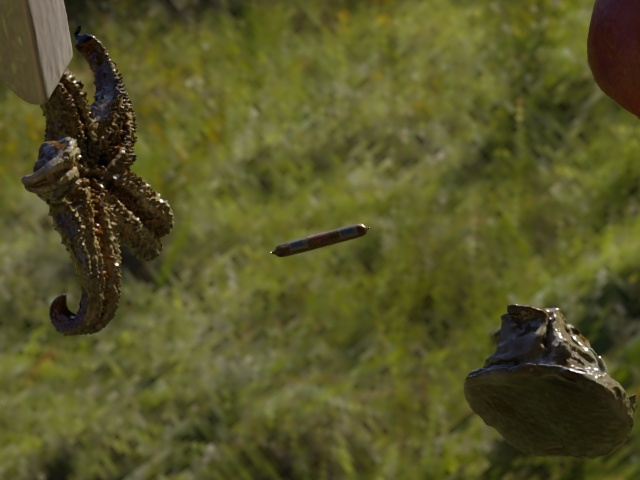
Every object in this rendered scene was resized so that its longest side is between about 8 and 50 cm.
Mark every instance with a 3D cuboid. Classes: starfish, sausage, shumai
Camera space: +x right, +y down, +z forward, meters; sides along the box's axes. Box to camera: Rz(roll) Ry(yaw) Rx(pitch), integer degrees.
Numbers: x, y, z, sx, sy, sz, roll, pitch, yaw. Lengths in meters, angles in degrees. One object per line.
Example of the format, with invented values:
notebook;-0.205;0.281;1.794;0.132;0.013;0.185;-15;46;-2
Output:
starfish;-0.238;-0.075;1.815;0.113;0.303;0.312;-20;13;16
sausage;0.000;0.000;1.863;0.100;0.015;0.015;-15;-24;-6
shumai;0.255;0.150;2.102;0.201;0.201;0.120;103;-173;-59

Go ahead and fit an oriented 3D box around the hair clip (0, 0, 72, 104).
hair clip;-0.220;-0.235;1.158;0.085;0.101;0.330;-76;-17;-49

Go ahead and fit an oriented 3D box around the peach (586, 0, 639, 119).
peach;0.452;-0.242;1.996;0.380;0.306;0.242;-32;-1;31
